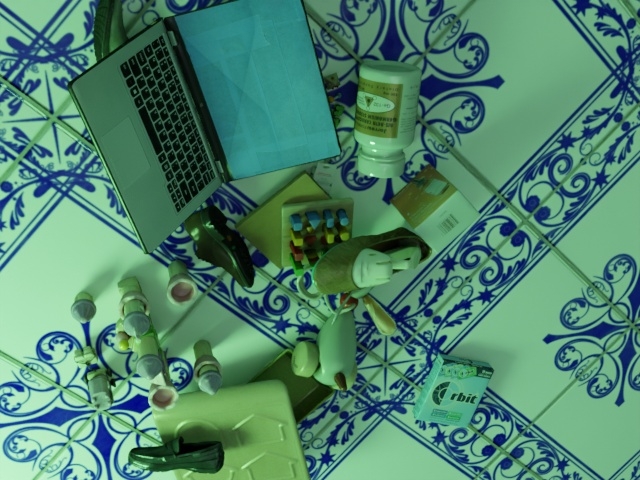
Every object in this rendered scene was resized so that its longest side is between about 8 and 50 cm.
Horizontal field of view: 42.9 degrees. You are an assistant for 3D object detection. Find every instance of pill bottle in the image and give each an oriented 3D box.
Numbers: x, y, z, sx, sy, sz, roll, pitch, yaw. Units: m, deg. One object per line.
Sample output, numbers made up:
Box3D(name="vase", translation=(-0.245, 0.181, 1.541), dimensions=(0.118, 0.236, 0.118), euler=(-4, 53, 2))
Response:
Box3D(name="pill bottle", translation=(0.138, -0.256, 1.728), dimensions=(0.131, 0.131, 0.229), euler=(-2, 114, -15))

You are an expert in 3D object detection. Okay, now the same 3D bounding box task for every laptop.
Box3D(name="laptop", translation=(-0.196, -0.224, 1.556), dimensions=(0.408, 0.236, 0.381), euler=(-50, 137, -38))

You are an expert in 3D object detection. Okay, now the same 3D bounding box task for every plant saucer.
Box3D(name="plant saucer", translation=(-0.091, 0.365, 1.993), dimensions=(0.188, 0.045, 0.188), euler=(-41, 118, 6))

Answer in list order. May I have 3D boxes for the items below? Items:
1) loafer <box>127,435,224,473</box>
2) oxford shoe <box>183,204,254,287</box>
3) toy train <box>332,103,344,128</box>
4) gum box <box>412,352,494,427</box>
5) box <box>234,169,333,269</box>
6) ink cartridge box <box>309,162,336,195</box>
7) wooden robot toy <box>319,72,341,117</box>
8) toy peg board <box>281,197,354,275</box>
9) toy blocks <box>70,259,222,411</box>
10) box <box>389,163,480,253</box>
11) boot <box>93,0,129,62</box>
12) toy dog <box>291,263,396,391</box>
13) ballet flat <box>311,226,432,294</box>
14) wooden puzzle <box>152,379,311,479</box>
Box3D(name="loafer", translation=(-0.333, 0.490, 1.886), dimensions=(0.223, 0.076, 0.078), euler=(2, 103, 0))
Box3D(name="oxford shoe", translation=(-0.221, 0.022, 1.795), dimensions=(0.096, 0.082, 0.227), euler=(-21, 122, 20))
Box3D(name="toy train", translation=(0.030, -0.256, 1.763), dimensions=(0.024, 0.017, 0.083), euler=(9, 111, -30))
Box3D(name="gum box", translation=(0.346, 0.395, 2.132), dimensions=(0.157, 0.041, 0.184), euler=(13, 110, -20))
Box3D(name="box", translation=(-0.063, -0.043, 1.806), dimensions=(0.201, 0.021, 0.164), euler=(-37, 126, 11))
Box3D(name="ink cartridge box", translation=(0.001, -0.135, 1.802), dimensions=(0.048, 0.028, 0.083), euler=(8, 112, -21))
Box3D(name="wooden robot toy", translation=(-0.013, -0.276, 1.706), dimensions=(0.173, 0.079, 0.076), euler=(-46, 117, 7))
Box3D(name="toy peg board", translation=(0.000, 0.000, 1.792), dimensions=(0.161, 0.079, 0.160), euler=(-7, 126, -13))
Box3D(name="toy blocks", translation=(-0.381, 0.246, 1.737), dimensions=(0.309, 0.260, 0.288), euler=(-17, 118, -8))
Box3D(name="box", translation=(0.252, -0.073, 1.820), dimensions=(0.130, 0.170, 0.091), euler=(-44, 119, 6))
Box3D(name="boot", translation=(-0.354, -0.355, 1.589), dimensions=(0.161, 0.083, 0.246), euler=(-6, 115, -27))
Box3D(name="toy dog", translation=(0.061, 0.213, 1.878), dimensions=(0.220, 0.161, 0.333), euler=(-3, 109, -25))
Box3D(name="ballet flat", translation=(0.131, 0.046, 1.778), dimensions=(0.342, 0.124, 0.116), euler=(-15, 111, -48))
Box3D(name="wooden puzzle", translation=(-0.207, 0.492, 1.970), dimensions=(0.322, 0.080, 0.347), euler=(-9, 116, 4))
